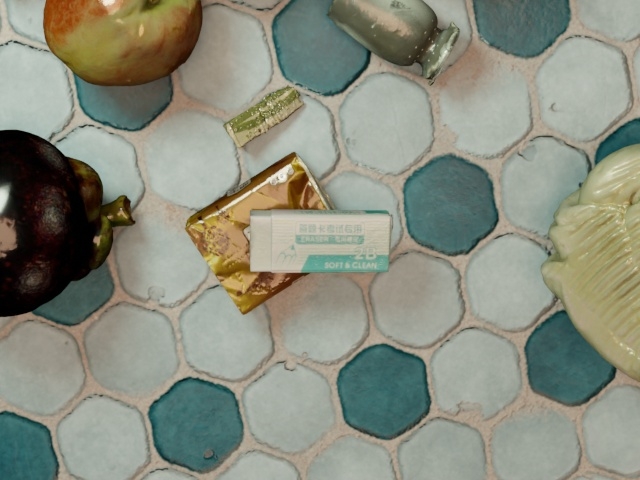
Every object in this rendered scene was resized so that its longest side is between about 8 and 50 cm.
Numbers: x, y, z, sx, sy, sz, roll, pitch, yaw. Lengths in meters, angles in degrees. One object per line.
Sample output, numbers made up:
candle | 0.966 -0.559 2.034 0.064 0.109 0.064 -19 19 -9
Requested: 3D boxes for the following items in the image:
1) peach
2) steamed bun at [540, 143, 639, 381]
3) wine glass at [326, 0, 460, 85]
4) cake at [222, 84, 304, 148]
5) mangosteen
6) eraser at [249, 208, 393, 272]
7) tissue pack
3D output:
peach | -0.314 -0.339 1.600 0.256 0.232 0.232 -14 105 43
steamed bun | 0.555 0.024 1.683 0.352 0.247 0.339 52 122 24
wine glass | 0.116 -0.343 1.661 0.204 0.111 0.111 30 99 -5
cake | -0.095 -0.204 1.726 0.140 0.055 0.051 -34 100 -13
mangosteen | -0.481 -0.020 1.635 0.297 0.313 0.297 -7 70 20
eraser | 0.000 0.000 1.666 0.225 0.052 0.095 0 106 -4
tissue pack | -0.084 -0.015 1.732 0.226 0.092 0.183 -32 103 6
